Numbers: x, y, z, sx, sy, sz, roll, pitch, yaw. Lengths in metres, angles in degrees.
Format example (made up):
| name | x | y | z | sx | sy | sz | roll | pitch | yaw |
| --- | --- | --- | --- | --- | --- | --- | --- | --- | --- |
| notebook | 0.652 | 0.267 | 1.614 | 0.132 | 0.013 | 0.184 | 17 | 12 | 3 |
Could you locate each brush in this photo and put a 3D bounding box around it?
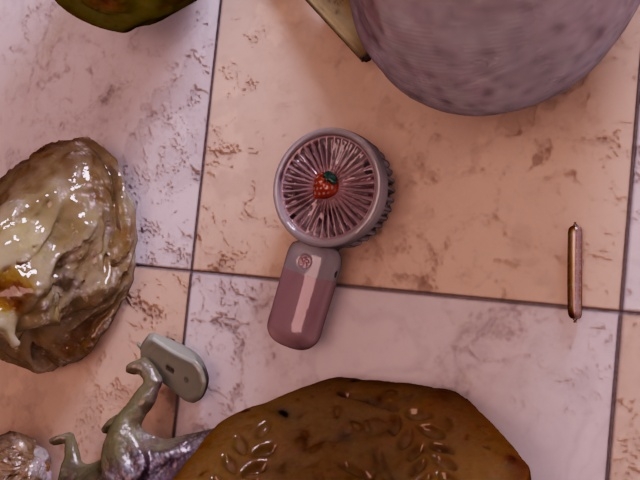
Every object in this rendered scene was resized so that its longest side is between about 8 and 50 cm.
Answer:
| name | x | y | z | sx | sy | sz | roll | pitch | yaw |
| --- | --- | --- | --- | --- | --- | --- | --- | --- | --- |
| brush | -0.004 | -0.291 | 1.065 | 0.043 | 0.036 | 0.248 | -44 | 62 | 10 |

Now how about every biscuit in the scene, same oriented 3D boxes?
| name | x | y | z | sx | sy | sz | roll | pitch | yaw |
| --- | --- | --- | --- | --- | --- | --- | --- | --- | --- |
| biscuit | 0.016 | 0.239 | 0.853 | 0.359 | 0.359 | 0.046 | 5 | 123 | 26 |

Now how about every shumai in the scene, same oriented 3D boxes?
| name | x | y | z | sx | sy | sz | roll | pitch | yaw |
| --- | --- | --- | --- | --- | --- | --- | --- | --- | --- |
| shumai | -0.383 | 0.006 | 1.087 | 0.267 | 0.262 | 0.314 | 31 | 96 | 24 |

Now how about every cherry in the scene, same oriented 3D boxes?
| name | x | y | z | sx | sy | sz | roll | pitch | yaw |
| --- | --- | --- | --- | --- | --- | --- | --- | --- | --- |
| cherry | 0.152 | -0.268 | 0.840 | 0.291 | 0.335 | 0.326 | 24 | 119 | 10 |

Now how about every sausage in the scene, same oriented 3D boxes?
| name | x | y | z | sx | sy | sz | roll | pitch | yaw |
| --- | --- | --- | --- | --- | --- | --- | --- | --- | --- |
| sausage | 0.252 | 0.031 | 0.916 | 0.015 | 0.015 | 0.100 | -1 | 84 | 25 |

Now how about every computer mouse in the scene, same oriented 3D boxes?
| name | x | y | z | sx | sy | sz | roll | pitch | yaw |
| --- | --- | --- | --- | --- | --- | --- | --- | --- | --- |
| computer mouse | -0.171 | 0.146 | 1.093 | 0.110 | 0.032 | 0.056 | 29 | 113 | 23 |

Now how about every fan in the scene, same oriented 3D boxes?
| name | x | y | z | sx | sy | sz | roll | pitch | yaw |
| --- | --- | --- | --- | --- | --- | --- | --- | --- | --- |
| fan | 0.000 | 0.000 | 1.007 | 0.130 | 0.074 | 0.244 | 17 | 92 | 25 |

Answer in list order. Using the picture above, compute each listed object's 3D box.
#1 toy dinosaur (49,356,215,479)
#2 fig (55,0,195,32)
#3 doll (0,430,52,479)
| name | x | y | z | sx | sy | sz | roll | pitch | yaw |
| --- | --- | --- | --- | --- | --- | --- | --- | --- | --- |
| toy dinosaur | -0.243 | 0.269 | 1.064 | 0.294 | 0.077 | 0.162 | -44 | 51 | 8 |
| fig | -0.219 | -0.383 | 1.073 | 0.239 | 0.239 | 0.271 | -4 | 58 | 25 |
| doll | -0.440 | 0.302 | 1.171 | 0.221 | 0.115 | 0.105 | -12 | 89 | 30 |
